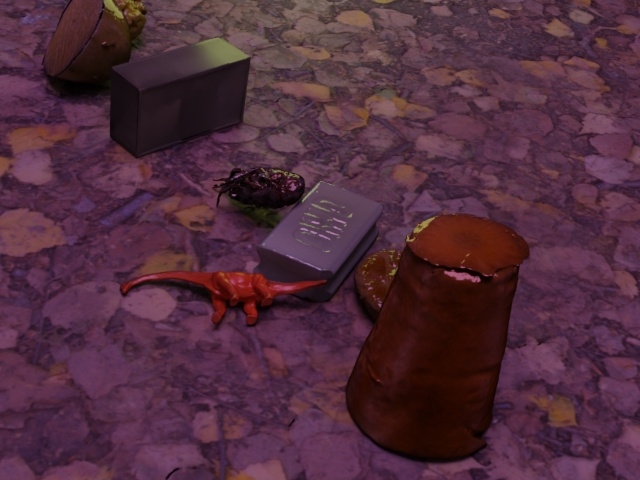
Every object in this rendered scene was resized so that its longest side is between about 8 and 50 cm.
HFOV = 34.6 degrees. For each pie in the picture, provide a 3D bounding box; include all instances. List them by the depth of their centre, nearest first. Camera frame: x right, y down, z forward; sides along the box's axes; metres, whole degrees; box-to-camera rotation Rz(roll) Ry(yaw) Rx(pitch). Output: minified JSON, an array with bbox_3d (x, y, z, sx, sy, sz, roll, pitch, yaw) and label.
[{"bbox_3d":[0.142,0.076,1.458,0.195,0.046,0.195,7,36,-5],"label":"pie"}]

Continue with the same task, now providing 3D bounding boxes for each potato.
[{"bbox_3d":[-0.392,-0.348,1.811,0.117,0.182,0.202,28,17,-33],"label":"potato"}]

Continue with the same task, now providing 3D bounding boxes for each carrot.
[{"bbox_3d":[0.145,0.112,1.247,0.196,0.254,0.196,7,34,-5],"label":"carrot"}]

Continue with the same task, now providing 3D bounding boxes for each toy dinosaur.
[{"bbox_3d":[-0.132,0.071,1.398,0.280,0.055,0.101,1,29,-10],"label":"toy dinosaur"}]

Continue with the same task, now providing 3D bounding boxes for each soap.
[{"bbox_3d":[0.000,0.000,1.505,0.119,0.066,0.198,21,39,16],"label":"soap"}]

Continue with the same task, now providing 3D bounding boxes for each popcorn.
[{"bbox_3d":[-0.378,-0.426,1.921,0.106,0.116,0.121,-27,27,-22],"label":"popcorn"}]

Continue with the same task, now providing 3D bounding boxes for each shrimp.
[{"bbox_3d":[-0.099,-0.080,1.562,0.190,0.074,0.073,12,39,36],"label":"shrimp"}]

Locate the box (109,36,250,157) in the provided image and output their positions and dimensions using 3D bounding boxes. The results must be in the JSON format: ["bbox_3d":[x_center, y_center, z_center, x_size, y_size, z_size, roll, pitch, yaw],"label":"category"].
[{"bbox_3d":[-0.234,-0.240,1.704,0.225,0.129,0.086,-25,50,-38],"label":"box"}]
